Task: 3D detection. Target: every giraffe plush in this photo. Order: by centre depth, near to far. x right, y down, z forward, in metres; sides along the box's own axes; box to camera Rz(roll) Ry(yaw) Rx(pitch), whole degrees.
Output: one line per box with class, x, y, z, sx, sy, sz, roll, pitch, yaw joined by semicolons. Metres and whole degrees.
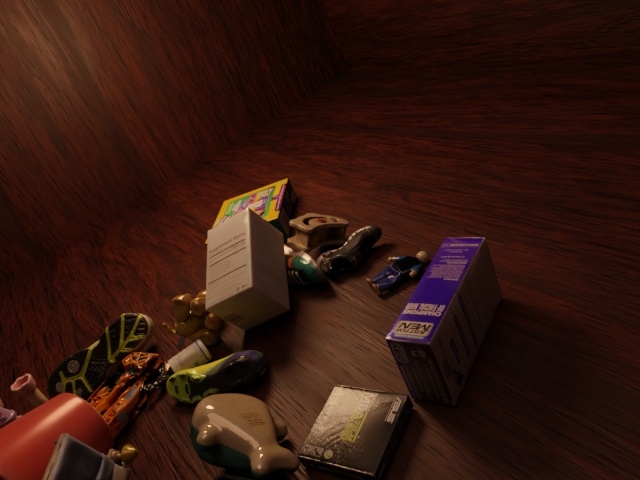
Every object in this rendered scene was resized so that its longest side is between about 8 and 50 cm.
giraffe plush;-0.365;0.228;1.627;0.210;0.181;0.170;-50;2;32

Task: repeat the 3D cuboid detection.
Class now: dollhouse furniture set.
dollhouse furniture set;-0.477;0.509;1.055;0.198;0.286;0.303;-16;40;18

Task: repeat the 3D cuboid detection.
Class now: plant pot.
plant pot;-0.653;0.516;1.243;0.275;0.274;0.243;-6;25;33

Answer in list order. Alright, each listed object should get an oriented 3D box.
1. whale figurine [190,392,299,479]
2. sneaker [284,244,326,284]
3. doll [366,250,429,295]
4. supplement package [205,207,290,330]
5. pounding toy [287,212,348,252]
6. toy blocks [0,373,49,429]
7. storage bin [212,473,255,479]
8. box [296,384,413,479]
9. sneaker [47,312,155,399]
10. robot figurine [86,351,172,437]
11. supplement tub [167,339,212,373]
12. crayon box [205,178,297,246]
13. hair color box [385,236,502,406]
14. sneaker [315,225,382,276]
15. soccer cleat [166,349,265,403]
whale figurine;-0.162;0.428;1.089;0.216;0.141;0.272;10;8;-42
sneaker;-0.095;0.098;1.666;0.121;0.108;0.302;-44;30;-16
doll;0.223;0.082;1.480;0.189;0.046;0.129;-29;29;-7
supplement package;-0.220;0.086;1.569;0.175;0.177;0.292;-27;48;23
pounding toy;0.000;0.000;1.752;0.154;0.154;0.269;16;20;22
toy blocks;-0.980;0.520;1.477;0.309;0.260;0.289;-32;29;-12
storage bin;-0.139;0.523;0.972;0.180;0.084;0.122;-5;33;32
box;0.073;0.390;1.071;0.184;0.045;0.190;-5;34;38
sneaker;-0.672;0.379;1.641;0.385;0.145;0.147;-37;-13;0
robot figurine;-0.552;0.424;1.480;0.211;0.085;0.291;-5;34;32
supplement tub;-0.371;0.340;1.494;0.107;0.071;0.071;-36;29;-17
crayon box;-0.271;-0.088;2.118;0.313;0.106;0.362;-19;28;14
hair color box;0.281;0.164;1.141;0.110;0.185;0.339;-2;35;38
sneaker;0.102;0.041;1.624;0.234;0.078;0.106;-32;31;-4
soccer cleat;-0.275;0.362;1.390;0.289;0.093;0.121;-20;-3;19
